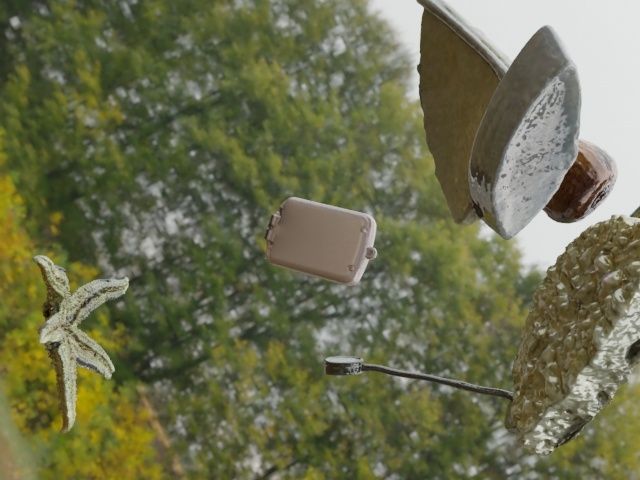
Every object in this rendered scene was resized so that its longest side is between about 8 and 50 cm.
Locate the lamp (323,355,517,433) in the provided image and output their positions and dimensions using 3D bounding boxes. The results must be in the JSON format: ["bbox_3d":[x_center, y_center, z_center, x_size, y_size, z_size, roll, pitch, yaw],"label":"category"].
[{"bbox_3d":[0.189,0.266,1.774,0.130,0.371,0.108,-103,-164,-86],"label":"lamp"}]

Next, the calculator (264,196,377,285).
[{"bbox_3d":[0.000,0.000,1.396,0.175,0.100,0.032,15,-5,31],"label":"calculator"}]

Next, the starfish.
[{"bbox_3d":[-0.254,0.108,1.066,0.208,0.053,0.176,44,46,-69],"label":"starfish"}]

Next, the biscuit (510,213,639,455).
[{"bbox_3d":[0.281,0.076,1.078,0.179,0.084,0.281,-91,-156,-53],"label":"biscuit"}]

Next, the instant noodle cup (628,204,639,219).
[{"bbox_3d":[0.540,0.014,1.634,0.182,0.182,0.144,57,-38,29],"label":"instant noodle cup"}]

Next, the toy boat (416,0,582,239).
[{"bbox_3d":[0.207,-0.147,1.289,0.293,0.111,0.276,-138,-132,-58],"label":"toy boat"}]

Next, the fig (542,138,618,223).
[{"bbox_3d":[0.361,-0.128,1.609,0.201,0.134,0.146,52,5,13],"label":"fig"}]
